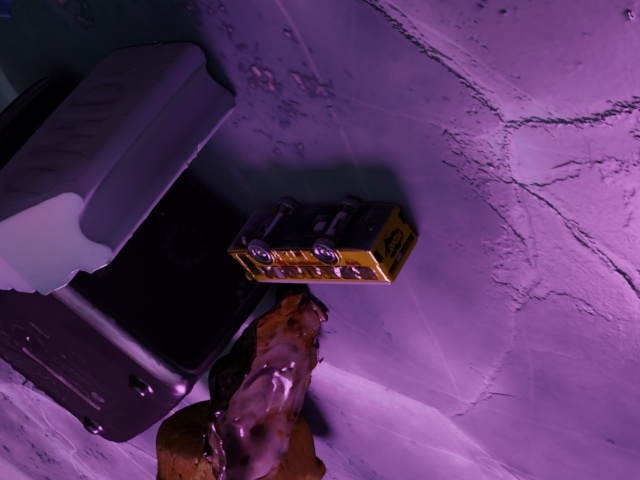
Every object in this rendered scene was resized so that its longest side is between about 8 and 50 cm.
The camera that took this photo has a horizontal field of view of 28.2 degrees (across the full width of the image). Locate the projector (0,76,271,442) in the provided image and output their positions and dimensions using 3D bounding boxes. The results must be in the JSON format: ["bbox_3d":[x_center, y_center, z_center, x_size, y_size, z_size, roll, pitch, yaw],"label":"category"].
[{"bbox_3d":[-0.309,0.048,1.649,0.395,0.242,0.405,39,152,-6],"label":"projector"}]

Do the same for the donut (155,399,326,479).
[{"bbox_3d":[-0.129,0.318,1.872,0.261,0.208,0.128,1,105,37],"label":"donut"}]

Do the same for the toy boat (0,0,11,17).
[{"bbox_3d":[-0.423,-0.308,1.430,0.238,0.098,0.109,12,-179,21],"label":"toy boat"}]

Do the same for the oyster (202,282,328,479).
[{"bbox_3d":[-0.082,0.201,1.642,0.096,0.221,0.361,36,150,23],"label":"oyster"}]

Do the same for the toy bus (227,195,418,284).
[{"bbox_3d":[0.000,0.000,1.423,0.226,0.081,0.074,-3,137,44],"label":"toy bus"}]

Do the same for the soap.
[{"bbox_3d":[-0.239,-0.080,1.345,0.173,0.289,0.095,4,139,45],"label":"soap"}]
